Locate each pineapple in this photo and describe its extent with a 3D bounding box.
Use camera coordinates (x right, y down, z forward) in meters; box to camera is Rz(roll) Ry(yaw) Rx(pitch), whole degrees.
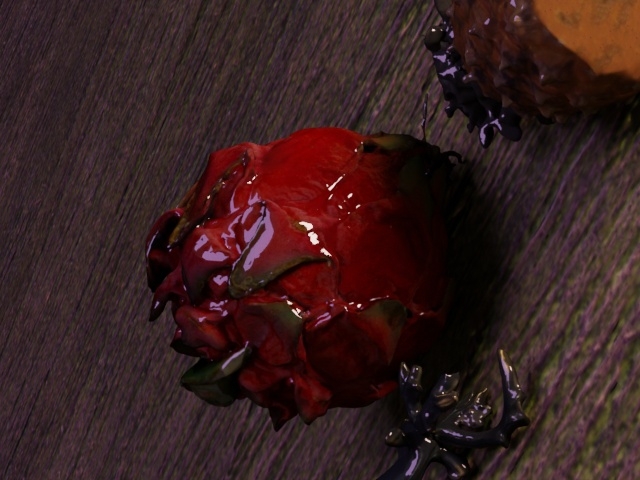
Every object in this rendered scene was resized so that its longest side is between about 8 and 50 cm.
[{"bbox_3d":[0.145,-0.148,1.196,0.279,0.158,0.157,157,127,-73],"label":"pineapple"}]

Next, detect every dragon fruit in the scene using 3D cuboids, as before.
[{"bbox_3d":[0.000,0.000,1.289,0.234,0.234,0.293,-23,31,59],"label":"dragon fruit"}]

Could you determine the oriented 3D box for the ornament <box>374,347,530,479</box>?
[{"bbox_3d":[0.070,0.191,1.183,0.236,0.080,0.202,-60,24,25],"label":"ornament"}]
